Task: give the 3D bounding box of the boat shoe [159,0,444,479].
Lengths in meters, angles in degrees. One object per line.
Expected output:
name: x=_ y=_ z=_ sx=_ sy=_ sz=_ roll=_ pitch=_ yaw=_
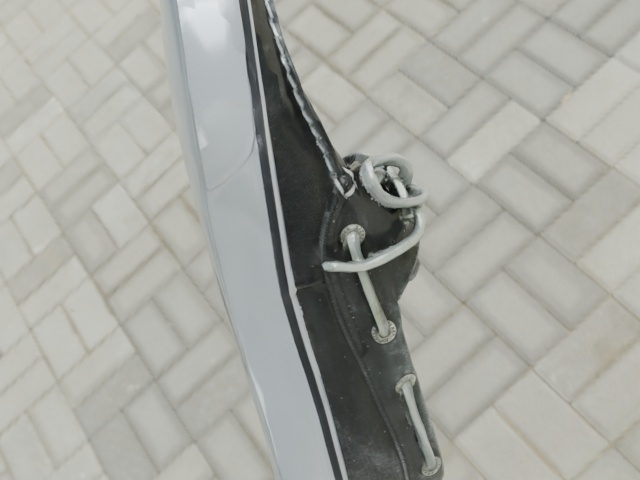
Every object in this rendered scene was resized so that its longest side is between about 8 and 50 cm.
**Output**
boat shoe: x=0.001 y=0.002 z=0.455 sx=0.105 sy=0.306 sz=0.113 roll=-16 pitch=16 yaw=-8
